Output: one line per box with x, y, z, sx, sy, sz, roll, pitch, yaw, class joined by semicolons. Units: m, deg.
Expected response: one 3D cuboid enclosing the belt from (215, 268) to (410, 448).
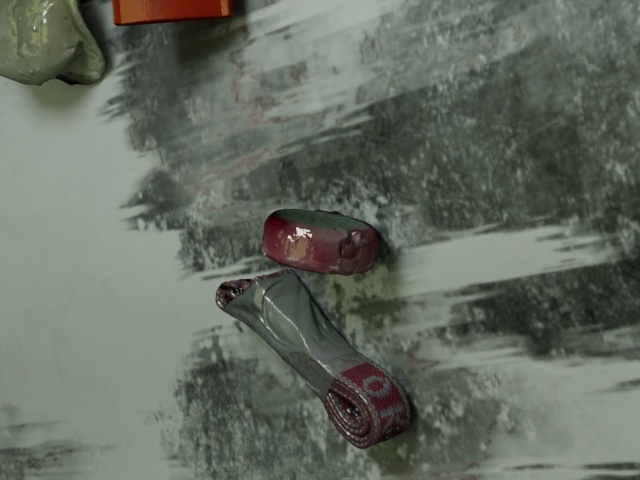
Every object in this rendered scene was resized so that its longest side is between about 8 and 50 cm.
-0.007;0.099;1.448;0.232;0.053;0.071;42;133;32;belt

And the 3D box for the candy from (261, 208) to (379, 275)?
0.000;0.000;1.383;0.103;0.103;0.043;16;104;43;candy

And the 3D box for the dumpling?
-0.296;-0.236;1.645;0.176;0.092;0.150;54;134;23;dumpling

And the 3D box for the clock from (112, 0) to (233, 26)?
-0.140;-0.281;1.483;0.113;0.061;0.155;-3;95;7;clock
